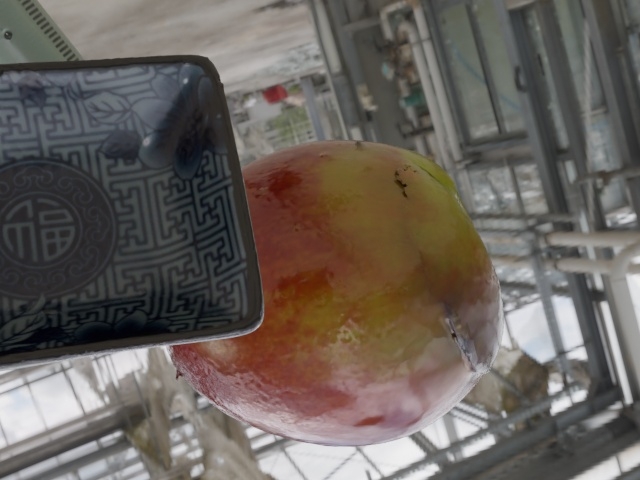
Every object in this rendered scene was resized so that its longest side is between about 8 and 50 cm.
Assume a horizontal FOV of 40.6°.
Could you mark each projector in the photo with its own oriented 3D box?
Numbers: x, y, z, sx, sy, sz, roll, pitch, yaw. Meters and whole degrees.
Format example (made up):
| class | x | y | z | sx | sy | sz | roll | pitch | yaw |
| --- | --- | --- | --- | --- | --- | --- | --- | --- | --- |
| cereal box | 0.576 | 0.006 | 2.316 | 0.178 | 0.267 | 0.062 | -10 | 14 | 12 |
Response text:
| class | x | y | z | sx | sy | sz | roll | pitch | yaw |
| --- | --- | --- | --- | --- | --- | --- | --- | --- | --- |
| projector | -0.389 | -0.262 | 1.092 | 0.108 | 0.337 | 0.108 | -32 | -159 | 14 |

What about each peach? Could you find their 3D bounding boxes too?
| class | x | y | z | sx | sy | sz | roll | pitch | yaw |
| --- | --- | --- | --- | --- | --- | --- | --- | --- | --- |
| peach | 0.010 | 0.063 | 0.953 | 0.369 | 0.370 | 0.370 | -16 | -173 | 2 |

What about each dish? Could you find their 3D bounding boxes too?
| class | x | y | z | sx | sy | sz | roll | pitch | yaw |
| --- | --- | --- | --- | --- | --- | --- | --- | --- | --- |
| dish | -0.168 | -0.008 | 0.506 | 0.243 | 0.182 | 0.080 | -7 | 162 | -18 |
